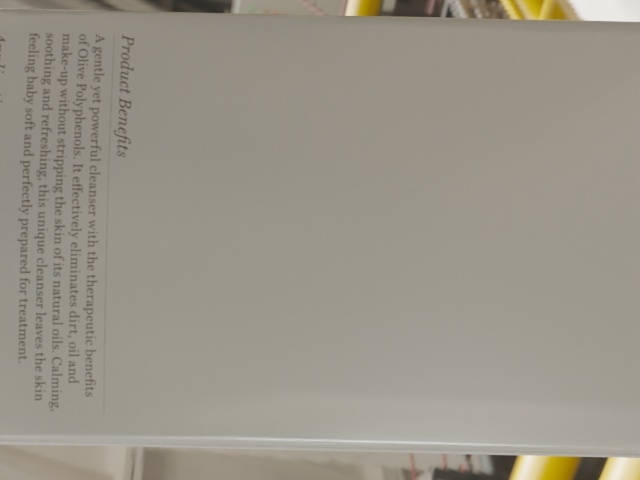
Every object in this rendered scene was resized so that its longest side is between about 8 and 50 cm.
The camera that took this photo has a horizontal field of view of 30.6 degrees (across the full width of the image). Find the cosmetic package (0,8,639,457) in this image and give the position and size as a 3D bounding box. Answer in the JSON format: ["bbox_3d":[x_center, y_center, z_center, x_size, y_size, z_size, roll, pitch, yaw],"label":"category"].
[{"bbox_3d":[0.000,0.000,0.565,0.365,0.197,0.155,3,177,-1],"label":"cosmetic package"}]
